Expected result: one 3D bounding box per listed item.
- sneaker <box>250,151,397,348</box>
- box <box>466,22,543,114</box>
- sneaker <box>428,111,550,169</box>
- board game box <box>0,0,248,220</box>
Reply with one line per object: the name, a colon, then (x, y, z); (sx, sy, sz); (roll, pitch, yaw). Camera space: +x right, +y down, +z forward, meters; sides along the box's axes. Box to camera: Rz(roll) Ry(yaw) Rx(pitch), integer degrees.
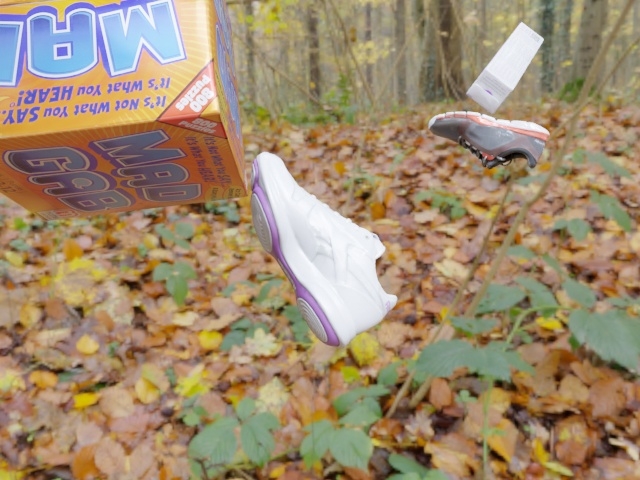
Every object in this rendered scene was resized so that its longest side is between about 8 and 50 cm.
sneaker: (0.000, 0.000, 0.965); (0.152, 0.305, 0.114); (-26, -6, -20)
box: (0.367, -0.344, 1.280); (0.067, 0.063, 0.324); (37, 41, 2)
sneaker: (0.214, -0.128, 0.859); (0.158, 0.064, 0.061); (13, 0, 25)
board game box: (-0.319, -0.263, 0.991); (0.357, 0.356, 0.356); (-7, -13, -2)
